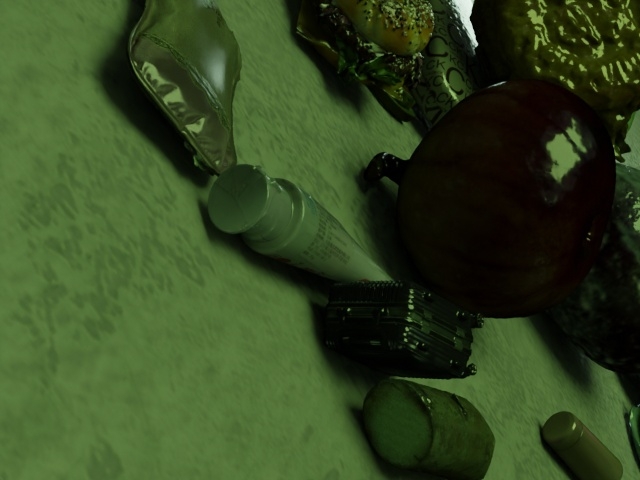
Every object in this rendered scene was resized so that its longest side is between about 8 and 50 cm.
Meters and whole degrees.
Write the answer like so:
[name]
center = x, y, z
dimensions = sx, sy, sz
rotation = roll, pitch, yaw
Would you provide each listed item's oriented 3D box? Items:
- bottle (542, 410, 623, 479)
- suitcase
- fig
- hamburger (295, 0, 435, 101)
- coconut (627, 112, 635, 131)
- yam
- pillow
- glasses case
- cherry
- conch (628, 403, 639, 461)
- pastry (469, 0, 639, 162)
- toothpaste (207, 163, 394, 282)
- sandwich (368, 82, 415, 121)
[bottle]
center = 0.269, 0.217, 1.255
dimensions = 0.096, 0.045, 0.045
rotation = 47, 26, -26
[suitcase]
center = 0.064, 0.070, 0.950
dimensions = 0.126, 0.086, 0.059
rotation = 29, 64, -50
[fig]
center = 0.174, -0.040, 1.161
dimensions = 0.235, 0.235, 0.214
rotation = 40, -8, -39
[hamburger]
center = 0.051, -0.233, 1.252
dimensions = 0.164, 0.093, 0.189
rotation = 22, 45, -32
[coconut]
center = 0.286, -0.184, 1.578
dimensions = 0.204, 0.236, 0.235
rotation = 92, -20, -65
[yam]
center = 0.090, 0.147, 0.938
dimensions = 0.146, 0.070, 0.069
rotation = 24, 41, -52
[pillow]
center = -0.099, -0.143, 0.935
dimensions = 0.130, 0.038, 0.232
rotation = 50, 22, -28
[glasses case]
center = 0.149, -0.248, 1.513
dimensions = 0.137, 0.085, 0.354
rotation = 40, 31, -35
[cherry]
center = 0.369, 0.031, 1.462
dimensions = 0.296, 0.218, 0.255
rotation = 46, 33, -18
[conch]
center = 0.431, 0.275, 1.515
dimensions = 0.180, 0.088, 0.065
rotation = 63, -21, 25
[pastry]
center = 0.293, -0.242, 1.419
dimensions = 0.240, 0.132, 0.235
rotation = 24, 67, 5
[toothpaste]
center = 0.000, 0.000, 0.947
dimensions = 0.089, 0.057, 0.234
rotation = 46, 11, 33
[sandwich]
center = 0.066, -0.191, 1.346
dimensions = 0.135, 0.029, 0.067
rotation = 58, 24, -1
